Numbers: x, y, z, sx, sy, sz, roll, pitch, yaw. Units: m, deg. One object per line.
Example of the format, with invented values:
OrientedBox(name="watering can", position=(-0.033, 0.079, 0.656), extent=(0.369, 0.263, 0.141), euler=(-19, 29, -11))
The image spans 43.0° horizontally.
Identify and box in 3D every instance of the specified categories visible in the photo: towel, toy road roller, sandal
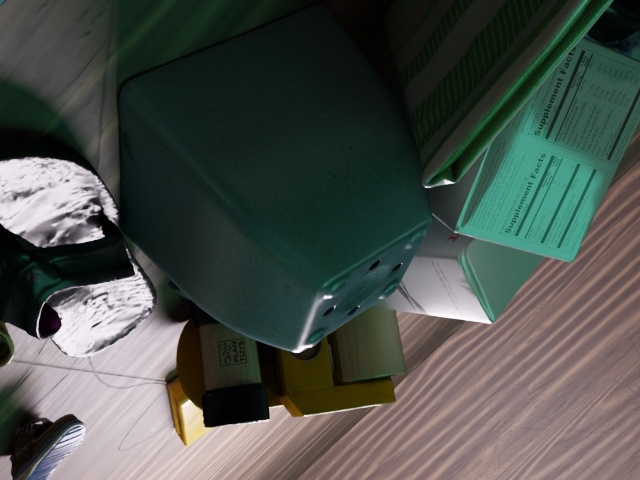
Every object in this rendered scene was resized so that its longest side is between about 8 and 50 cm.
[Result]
OrientedBox(name="towel", position=(0.144, -0.222, 0.752), extent=(0.038, 0.325, 0.248), euler=(21, 127, -22))
OrientedBox(name="toy road roller", position=(-0.055, 0.169, 1.247), extent=(0.330, 0.202, 0.240), euler=(-6, 168, -13))
OrientedBox(name="sandal", position=(-0.246, 0.037, 0.814), extent=(0.167, 0.107, 0.446), euler=(-39, 160, -8))

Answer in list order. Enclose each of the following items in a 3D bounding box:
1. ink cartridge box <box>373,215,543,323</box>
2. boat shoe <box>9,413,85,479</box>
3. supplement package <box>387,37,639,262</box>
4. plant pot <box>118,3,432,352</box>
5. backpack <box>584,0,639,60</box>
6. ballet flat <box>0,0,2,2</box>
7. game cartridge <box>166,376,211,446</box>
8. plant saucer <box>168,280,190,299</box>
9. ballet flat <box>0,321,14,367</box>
OrientedBox(name="ink cartridge box", position=(0.149, -0.007, 1.070), extent=(0.198, 0.273, 0.115), euler=(-46, 120, -29))
OrientedBox(name="boat shoe", position=(-0.394, 0.286, 1.137), extent=(0.183, 0.066, 0.066), euler=(-46, 159, 30))
OrientedBox(name="supplement package", position=(0.180, -0.128, 0.856), extent=(0.145, 0.262, 0.204), euler=(14, 107, -22))
OrientedBox(name="plant pot", position=(-0.031, -0.040, 0.834), extent=(0.248, 0.252, 0.247), euler=(-30, 158, -28))
OrientedBox(name="backpack", position=(0.290, -0.213, 1.120), extent=(0.355, 0.273, 0.290), euler=(-40, 172, 37))
OrientedBox(name="ballet flat", position=(-0.283, -0.122, 0.419), extent=(0.316, 0.107, 0.106), euler=(-39, 153, -8))
OrientedBox(name="game cartridge", position=(-0.140, 0.249, 1.556), extent=(0.324, 0.052, 0.285), euler=(-32, 159, -21))
OrientedBox(name="plant saucer", position=(-0.138, 0.053, 1.062), extent=(0.119, 0.021, 0.119), euler=(-10, -165, 3))
OrientedBox(name="ballet flat", position=(-0.359, 0.078, 0.743), extent=(0.080, 0.073, 0.232), euler=(-43, 160, 4))
